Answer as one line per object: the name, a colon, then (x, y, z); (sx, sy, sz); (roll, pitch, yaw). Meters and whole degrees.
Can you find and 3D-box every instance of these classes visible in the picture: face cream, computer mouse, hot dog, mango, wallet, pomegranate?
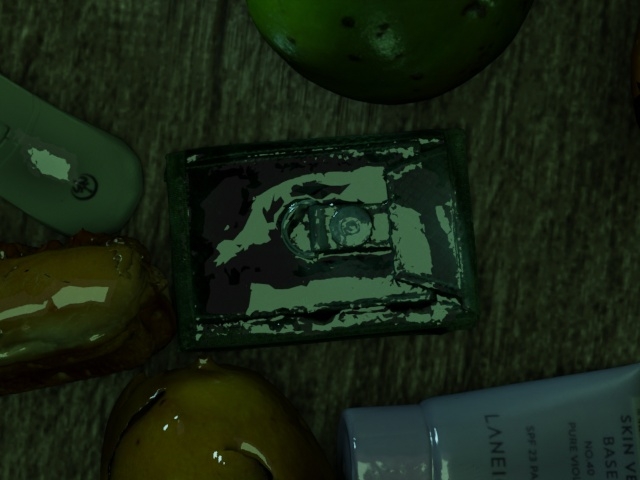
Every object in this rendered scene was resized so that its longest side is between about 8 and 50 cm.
face cream: (0.152, 0.170, 1.382); (0.274, 0.096, 0.154); (-2, 73, -8)
computer mouse: (-0.222, -0.069, 1.388); (0.181, 0.056, 0.089); (31, 88, -1)
hot dog: (-0.280, 0.060, 1.350); (0.349, 0.158, 0.117); (-12, 74, 4)
mango: (-0.063, 0.227, 1.339); (0.201, 0.152, 0.287); (-16, 88, 34)
wallet: (0.000, 0.000, 1.393); (0.236, 0.055, 0.160); (-5, 86, 1)
pomegranate: (0.015, -0.222, 1.317); (0.302, 0.236, 0.236); (15, 93, 31)

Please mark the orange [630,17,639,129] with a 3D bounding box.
orange: (0.321, -0.132, 1.299); (0.182, 0.234, 0.234); (24, 93, 18)
